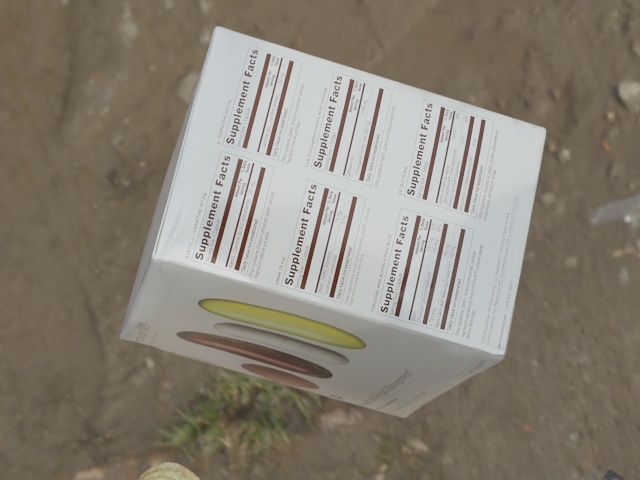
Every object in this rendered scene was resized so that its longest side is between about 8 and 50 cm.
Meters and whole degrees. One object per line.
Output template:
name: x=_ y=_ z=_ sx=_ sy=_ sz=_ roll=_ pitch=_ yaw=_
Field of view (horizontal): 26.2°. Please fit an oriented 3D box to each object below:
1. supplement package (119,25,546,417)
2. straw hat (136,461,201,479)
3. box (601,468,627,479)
supplement package: x=0.000 y=0.000 z=0.848 sx=0.203 sy=0.194 sz=0.149 roll=16 pitch=70 yaw=-8
straw hat: x=-0.108 y=0.187 z=0.715 sx=0.144 sy=0.061 sz=0.145 roll=-16 pitch=70 yaw=52
box: x=0.105 y=0.137 z=0.575 sx=0.018 sy=0.083 sz=0.067 roll=33 pitch=106 yaw=14
